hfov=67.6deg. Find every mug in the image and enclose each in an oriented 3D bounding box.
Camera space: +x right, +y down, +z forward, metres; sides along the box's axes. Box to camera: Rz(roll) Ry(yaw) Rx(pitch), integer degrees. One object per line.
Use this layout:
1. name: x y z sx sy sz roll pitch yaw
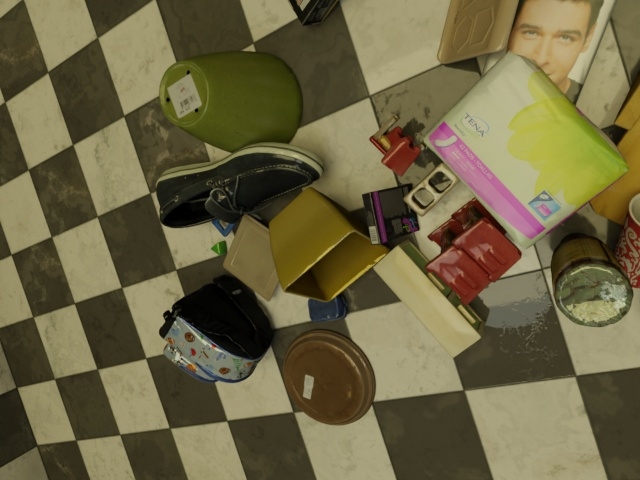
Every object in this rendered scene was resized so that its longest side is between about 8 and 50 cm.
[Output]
1. mug: 0.623 0.012 0.877 0.150 0.113 0.169 24 148 28

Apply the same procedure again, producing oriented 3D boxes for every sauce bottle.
1. sauce bottle: 0.476 0.051 0.861 0.111 0.344 0.111 6 103 25

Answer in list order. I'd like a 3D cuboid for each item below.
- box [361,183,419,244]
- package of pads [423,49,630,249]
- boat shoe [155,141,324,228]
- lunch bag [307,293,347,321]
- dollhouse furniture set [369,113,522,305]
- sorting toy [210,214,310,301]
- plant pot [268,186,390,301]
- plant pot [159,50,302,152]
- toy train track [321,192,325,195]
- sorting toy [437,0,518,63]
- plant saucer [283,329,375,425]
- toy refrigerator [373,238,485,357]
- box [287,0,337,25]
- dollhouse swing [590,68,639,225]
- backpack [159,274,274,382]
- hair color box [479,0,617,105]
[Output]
1. box: 0.163 -0.062 1.089 0.029 0.162 0.116 -7 96 46
2. package of pads: 0.370 -0.168 0.881 0.296 0.101 0.229 49 116 9
3. boat shoe: -0.217 -0.124 1.217 0.500 0.187 0.155 -8 66 25
4. lunch bag: 0.024 0.175 1.248 0.099 0.065 0.067 -12 76 25
5. dollhouse furniture set: 0.225 -0.075 0.999 0.374 0.201 0.152 44 113 -1
6. sorting toy: -0.167 0.045 1.320 0.348 0.047 0.196 34 116 20
7. plant pot: 0.000 0.000 1.141 0.212 0.212 0.187 -41 61 15
8. plant pot: -0.229 -0.334 1.144 0.275 0.293 0.274 4 101 24
9. toy train track: -0.014 -0.087 1.247 0.048 0.014 0.083 43 108 20
10. sorting toy: 0.320 -0.456 0.946 0.038 0.208 0.192 8 101 -20
11. plant saucer: 0.014 0.381 1.305 0.278 0.041 0.277 5 102 24
12. toy refrigerator: 0.256 0.126 1.112 0.094 0.102 0.269 -45 79 24
13. box: -0.002 -0.678 1.026 0.257 0.079 0.322 59 143 3
14. dollhouse swing: 0.722 -0.190 0.864 0.347 0.305 0.315 29 68 18
15. backpack: -0.273 0.263 1.302 0.263 0.276 0.213 31 116 10
16. hair color box: 0.420 -0.319 0.949 0.185 0.114 0.374 21 107 20
